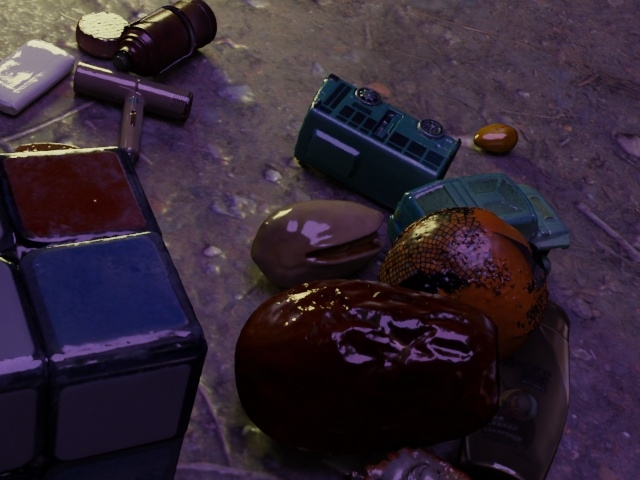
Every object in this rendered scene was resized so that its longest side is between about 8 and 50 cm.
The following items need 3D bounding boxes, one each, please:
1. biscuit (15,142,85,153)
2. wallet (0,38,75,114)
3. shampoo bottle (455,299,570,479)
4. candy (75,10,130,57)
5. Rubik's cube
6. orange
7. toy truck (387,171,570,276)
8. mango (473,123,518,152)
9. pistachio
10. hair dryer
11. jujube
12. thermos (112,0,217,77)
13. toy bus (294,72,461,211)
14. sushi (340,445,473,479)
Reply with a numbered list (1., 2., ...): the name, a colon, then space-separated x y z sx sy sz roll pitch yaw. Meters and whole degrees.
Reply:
1. biscuit: -0.361 -0.082 1.431 0.221 0.029 0.142 30 45 12
2. wallet: -0.485 -0.271 1.579 0.095 0.033 0.190 26 44 5
3. shampoo bottle: 0.281 0.212 1.327 0.126 0.084 0.350 22 41 12
4. candy: -0.381 -0.364 1.705 0.103 0.043 0.103 10 44 -10
5. Rubik's cube: -0.329 0.116 1.030 0.316 0.318 0.313 -7 47 -27
6. orange: 0.192 0.068 1.309 0.234 0.234 0.182 6 43 -15
7. toy truck: 0.248 -0.012 1.493 0.279 0.156 0.155 -9 50 -26
8. mango: 0.323 -0.189 1.783 0.089 0.046 0.060 -9 50 -22
9. pistachio: 0.000 0.000 1.414 0.223 0.126 0.152 -12 15 -30
10. hair dryer: -0.326 -0.185 1.547 0.195 0.053 0.220 16 49 -3
11. jujube: 0.055 0.154 1.167 0.318 0.223 0.223 -1 41 12
12. thermos: -0.285 -0.345 1.679 0.232 0.124 0.099 -46 112 -47
13. toy bus: 0.086 -0.155 1.601 0.256 0.128 0.147 28 45 7
14. sushi: 0.175 0.350 1.113 0.332 0.124 0.130 28 43 12
